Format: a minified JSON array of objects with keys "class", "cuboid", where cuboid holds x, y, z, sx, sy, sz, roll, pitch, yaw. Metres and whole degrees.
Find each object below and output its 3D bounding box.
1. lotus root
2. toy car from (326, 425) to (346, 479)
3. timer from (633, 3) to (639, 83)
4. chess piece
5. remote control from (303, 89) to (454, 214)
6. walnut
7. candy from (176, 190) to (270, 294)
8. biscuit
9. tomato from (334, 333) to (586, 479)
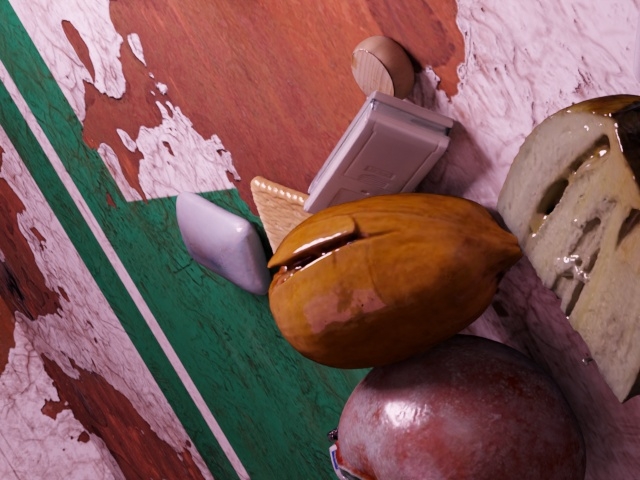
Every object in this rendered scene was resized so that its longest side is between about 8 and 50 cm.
[{"class":"lotus root","cuboid":[0.310,-0.031,1.507,0.267,0.149,0.260,60,156,30]},{"class":"toy car","cuboid":[0.073,0.365,2.453,0.170,0.070,0.080,53,155,0]},{"class":"timer","cuboid":[0.366,-0.195,1.147,0.194,0.192,0.195,37,149,31]},{"class":"chess piece","cuboid":[0.072,-0.198,1.808,0.084,0.038,0.083,41,154,26]},{"class":"remote control","cuboid":[0.067,-0.091,1.887,0.103,0.055,0.277,19,155,-9]},{"class":"walnut","cuboid":[0.093,0.041,1.846,0.336,0.209,0.209,-13,115,27]},{"class":"candy","cuboid":[-0.152,0.005,2.384,0.174,0.071,0.138,28,144,43]},{"class":"biscuit","cuboid":[0.001,0.000,2.173,0.250,0.030,0.160,21,139,48]},{"class":"tomato","cuboid":[0.174,0.271,1.928,0.317,0.282,0.316,42,158,21]}]
